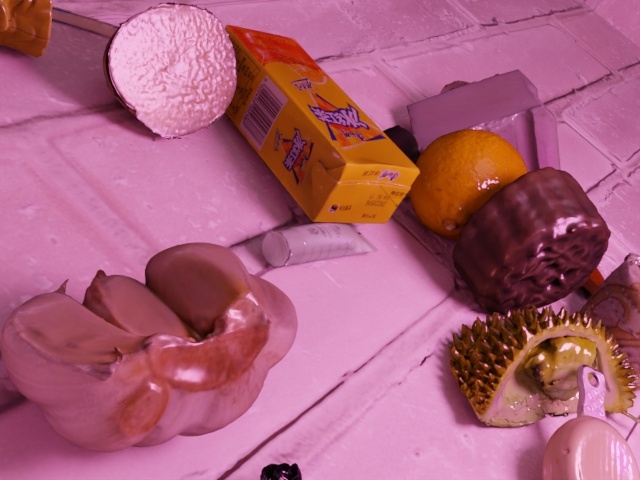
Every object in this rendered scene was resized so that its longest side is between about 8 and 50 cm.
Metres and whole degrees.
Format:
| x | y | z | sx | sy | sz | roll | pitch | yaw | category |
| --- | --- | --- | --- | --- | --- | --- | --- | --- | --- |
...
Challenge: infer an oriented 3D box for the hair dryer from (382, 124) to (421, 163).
| x | y | z | sx | sy | sz | roll | pitch | yaw | category |
| --- | --- | --- | --- | --- | --- | --- | --- | --- | --- |
| 0.057 | -0.207 | 1.517 | 0.248 | 0.078 | 0.195 | 52 | 33 | 1 | hair dryer |

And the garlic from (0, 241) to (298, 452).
| x | y | z | sx | sy | sz | roll | pitch | yaw | category |
| --- | --- | --- | --- | --- | --- | --- | --- | --- | --- |
| -0.158 | 0.104 | 0.889 | 0.281 | 0.184 | 0.203 | -27 | 39 | -33 | garlic |

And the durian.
| x | y | z | sx | sy | sz | roll | pitch | yaw | category |
| --- | --- | --- | --- | --- | --- | --- | --- | --- | --- |
| 0.312 | 0.177 | 1.303 | 0.356 | 0.157 | 0.169 | 8 | 77 | -34 | durian |

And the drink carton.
| x | y | z | sx | sy | sz | roll | pitch | yaw | category |
| --- | --- | --- | --- | --- | --- | --- | --- | --- | --- |
| -0.023 | -0.173 | 1.372 | 0.155 | 0.111 | 0.351 | 1 | 39 | -43 | drink carton |

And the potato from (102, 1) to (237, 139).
| x | y | z | sx | sy | sz | roll | pitch | yaw | category |
| --- | --- | --- | --- | --- | --- | --- | --- | --- | --- |
| -0.229 | -0.240 | 1.298 | 0.202 | 0.182 | 0.117 | -26 | 27 | -35 | potato |

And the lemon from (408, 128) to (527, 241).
| x | y | z | sx | sy | sz | roll | pitch | yaw | category |
| --- | --- | --- | --- | --- | --- | --- | --- | --- | --- |
| 0.233 | -0.085 | 1.458 | 0.187 | 0.187 | 0.244 | 40 | 33 | 7 | lemon |

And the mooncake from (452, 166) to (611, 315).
| x | y | z | sx | sy | sz | roll | pitch | yaw | category |
| --- | --- | --- | --- | --- | --- | --- | --- | --- | --- |
| 0.313 | 0.011 | 1.368 | 0.228 | 0.228 | 0.124 | 0 | 45 | -42 | mooncake |

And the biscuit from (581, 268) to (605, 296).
| x | y | z | sx | sy | sz | roll | pitch | yaw | category |
| --- | --- | --- | --- | --- | --- | --- | --- | --- | --- |
| 0.419 | 0.003 | 1.628 | 0.280 | 0.043 | 0.183 | 56 | 29 | 13 | biscuit |

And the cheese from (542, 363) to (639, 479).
| x | y | z | sx | sy | sz | roll | pitch | yaw | category |
| --- | --- | --- | --- | --- | --- | --- | --- | --- | --- |
| 0.342 | 0.261 | 1.171 | 0.137 | 0.064 | 0.227 | 27 | 53 | -22 | cheese |

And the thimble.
| x | y | z | sx | sy | sz | roll | pitch | yaw | category |
| --- | --- | --- | --- | --- | --- | --- | --- | --- | --- |
| 0.494 | 0.126 | 1.459 | 0.138 | 0.143 | 0.190 | 9 | 42 | -34 | thimble |

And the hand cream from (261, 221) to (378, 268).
| x | y | z | sx | sy | sz | roll | pitch | yaw | category |
| --- | --- | --- | --- | --- | --- | --- | --- | --- | --- |
| 0.000 | 0.000 | 1.267 | 0.078 | 0.050 | 0.205 | 45 | 29 | 23 | hand cream |

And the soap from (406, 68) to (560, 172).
| x | y | z | sx | sy | sz | roll | pitch | yaw | category |
| --- | --- | --- | --- | --- | --- | --- | --- | --- | --- |
| 0.306 | -0.147 | 1.734 | 0.159 | 0.258 | 0.302 | -105 | 175 | -45 | soap |

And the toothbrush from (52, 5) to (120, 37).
| x | y | z | sx | sy | sz | roll | pitch | yaw | category |
| --- | --- | --- | --- | --- | --- | --- | --- | --- | --- |
| -0.316 | -0.316 | 1.401 | 0.294 | 0.026 | 0.028 | 10 | 22 | -35 | toothbrush |

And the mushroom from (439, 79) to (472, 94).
| x | y | z | sx | sy | sz | roll | pitch | yaw | category |
| --- | --- | --- | --- | --- | --- | --- | --- | --- | --- |
| 0.330 | -0.235 | 1.824 | 0.223 | 0.092 | 0.081 | 26 | 16 | -27 | mushroom |

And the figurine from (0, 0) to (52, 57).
| x | y | z | sx | sy | sz | roll | pitch | yaw | category |
| --- | --- | --- | --- | --- | --- | --- | --- | --- | --- |
| -0.513 | -0.330 | 1.159 | 0.315 | 0.168 | 0.187 | 0 | 74 | -28 | figurine |

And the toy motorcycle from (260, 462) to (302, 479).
| x | y | z | sx | sy | sz | roll | pitch | yaw | category |
| --- | --- | --- | --- | --- | --- | --- | --- | --- | --- |
| -0.021 | 0.288 | 0.874 | 0.100 | 0.058 | 0.173 | 31 | 34 | -19 | toy motorcycle |
